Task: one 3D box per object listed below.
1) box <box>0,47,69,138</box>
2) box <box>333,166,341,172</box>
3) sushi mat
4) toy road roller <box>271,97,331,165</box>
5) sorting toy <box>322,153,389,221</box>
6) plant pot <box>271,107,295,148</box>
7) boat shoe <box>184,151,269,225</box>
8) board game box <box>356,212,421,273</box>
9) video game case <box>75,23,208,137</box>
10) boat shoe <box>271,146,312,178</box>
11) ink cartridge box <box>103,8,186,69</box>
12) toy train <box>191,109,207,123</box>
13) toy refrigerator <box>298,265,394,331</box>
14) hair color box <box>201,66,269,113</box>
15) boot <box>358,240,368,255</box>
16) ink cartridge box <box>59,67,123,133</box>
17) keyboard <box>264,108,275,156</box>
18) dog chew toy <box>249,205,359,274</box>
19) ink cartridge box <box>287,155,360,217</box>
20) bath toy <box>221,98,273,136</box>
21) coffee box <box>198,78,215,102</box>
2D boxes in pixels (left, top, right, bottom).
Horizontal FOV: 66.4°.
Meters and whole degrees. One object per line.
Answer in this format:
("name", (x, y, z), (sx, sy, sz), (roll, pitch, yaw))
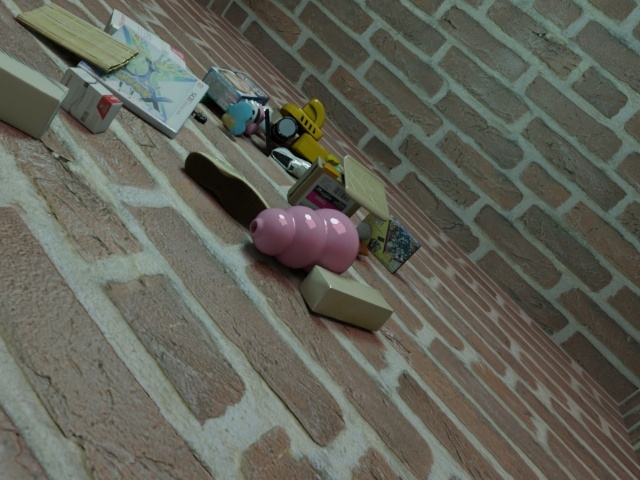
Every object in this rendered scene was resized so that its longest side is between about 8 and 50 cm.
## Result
("box", (-0.686, -0.338, 1.011), (0.275, 0.113, 0.094), (32, 21, -29))
("box", (0.070, -0.220, 2.124), (0.043, 0.179, 0.105), (-8, 32, -4))
("sushi mat", (-0.720, -0.612, 1.467), (0.316, 0.019, 0.151), (30, 45, 0))
("toy road roller", (-0.049, -0.469, 2.160), (0.329, 0.240, 0.202), (45, -7, -14))
("sorting toy", (0.125, -0.212, 1.784), (0.307, 0.041, 0.229), (33, 36, -24))
("plant pot", (-0.199, -0.555, 2.340), (0.237, 0.110, 0.237), (35, 22, -16))
("boat shoe", (-0.256, -0.155, 1.432), (0.302, 0.109, 0.098), (38, 21, 6))
("board game box", (0.269, -0.008, 1.993), (0.243, 0.165, 0.042), (48, 21, 15))
("video game case", (-0.551, -0.514, 1.566), (0.329, 0.036, 0.300), (34, 44, -19))
("boat shoe", (-0.115, -0.311, 2.064), (0.226, 0.083, 0.075), (34, 29, 15))
("ink cartridge box", (-0.642, -0.681, 1.774), (0.283, 0.117, 0.207), (27, 25, -34))
("toy train", (-0.486, -0.484, 1.795), (0.158, 0.027, 0.036), (37, 31, -13))
("toy refrigerator", (0.074, 0.171, 1.384), (0.269, 0.094, 0.102), (25, 19, -40))
("hair color box", (-0.361, -0.637, 2.108), (0.174, 0.105, 0.347), (43, 20, 0))
("boot", (0.120, 0.025, 1.796), (0.152, 0.073, 0.197), (34, 24, -31))
("ink cartridge box", (-0.586, -0.353, 1.234), (0.135, 0.099, 0.056), (41, 20, -4))
("keyboard", (-0.206, -0.452, 2.028), (0.038, 0.192, 0.100), (1, 29, 0))
("dog chew toy", (-0.050, -0.006, 1.383), (0.331, 0.207, 0.207), (13, 33, -38))
("ink cartridge box", (0.025, -0.167, 1.830), (0.234, 0.193, 0.088), (32, 27, -23))
("bath toy", (-0.289, -0.494, 2.031), (0.348, 0.151, 0.129), (-42, 118, -73))
("coffee box", (-0.501, -0.616, 2.012), (0.113, 0.040, 0.184), (42, 20, 1))
